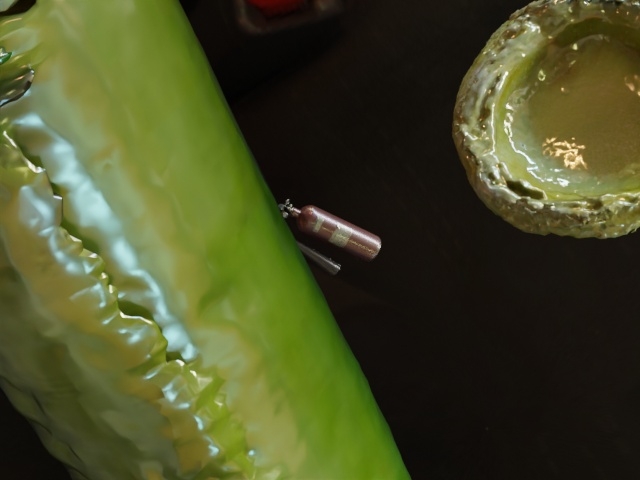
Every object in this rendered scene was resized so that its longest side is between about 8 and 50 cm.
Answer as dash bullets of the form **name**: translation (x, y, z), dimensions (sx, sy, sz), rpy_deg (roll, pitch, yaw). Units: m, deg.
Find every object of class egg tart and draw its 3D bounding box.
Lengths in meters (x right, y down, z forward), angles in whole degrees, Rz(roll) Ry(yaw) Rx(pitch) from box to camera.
- **egg tart**: translation (0.184, -0.081, 0.902), dimensions (0.197, 0.078, 0.197), rpy_deg (-3, 68, 7)

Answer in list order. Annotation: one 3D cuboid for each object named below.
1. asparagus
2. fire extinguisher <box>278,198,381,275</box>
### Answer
- **asparagus**: translation (-0.046, 0.040, 0.435), dimensions (0.108, 0.128, 0.382), rpy_deg (-28, 124, -2)
- **fire extinguisher**: translation (-0.001, -0.002, 1.115), dimensions (0.100, 0.032, 0.046), rpy_deg (24, 121, -17)
